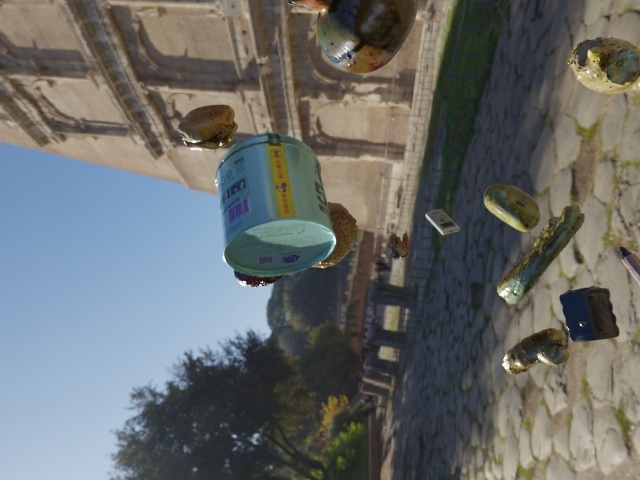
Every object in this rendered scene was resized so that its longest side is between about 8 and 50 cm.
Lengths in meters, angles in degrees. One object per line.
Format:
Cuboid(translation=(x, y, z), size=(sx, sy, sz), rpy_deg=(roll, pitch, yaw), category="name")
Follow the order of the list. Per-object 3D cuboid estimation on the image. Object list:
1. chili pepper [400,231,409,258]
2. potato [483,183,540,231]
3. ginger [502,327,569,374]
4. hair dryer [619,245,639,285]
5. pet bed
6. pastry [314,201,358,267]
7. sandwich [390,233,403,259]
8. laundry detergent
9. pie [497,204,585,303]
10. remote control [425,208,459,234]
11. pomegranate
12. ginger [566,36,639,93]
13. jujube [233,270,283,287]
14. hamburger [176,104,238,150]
Cuboid(translation=(0.331, 0.019, 1.912), size=(0.178, 0.045, 0.027), rpy_deg=(-74, -26, -49), category="chili pepper")
Cuboid(translation=(0.800, -0.144, 2.010), size=(0.228, 0.197, 0.148), rpy_deg=(47, 117, 46), category="potato")
Cuboid(translation=(0.567, 0.285, 1.269), size=(0.205, 0.081, 0.115), rpy_deg=(-37, 38, 53), category="ginger")
Cuboid(translation=(1.152, 0.152, 1.655), size=(0.107, 0.189, 0.344), rpy_deg=(66, -175, -58), category="hair dryer")
Cuboid(translation=(1.071, 0.292, 1.928), size=(0.159, 0.183, 0.211), rpy_deg=(11, -112, -65), category="pet bed")
Cuboid(translation=(0.025, -0.019, 2.041), size=(0.184, 0.316, 0.284), rpy_deg=(28, 131, 62), category="pastry")
Cuboid(translation=(0.253, 0.022, 1.596), size=(0.135, 0.029, 0.067), rpy_deg=(-76, -34, -57), category="sandwich")
Cuboid(translation=(-0.125, -0.104, 1.262), size=(0.287, 0.287, 0.305), rpy_deg=(84, 175, -61), category="laundry detergent")
Cuboid(translation=(0.568, 0.042, 1.256), size=(0.302, 0.067, 0.302), rpy_deg=(-47, -15, -16), category="pie")
Cuboid(translation=(0.566, -0.090, 2.252), size=(0.190, 0.087, 0.029), rpy_deg=(-115, 14, -56), category="remote control")
Cuboid(translation=(0.087, -0.613, 1.299), size=(0.291, 0.323, 0.291), rpy_deg=(-157, 90, -87), category="pomegranate")
Cuboid(translation=(0.579, -0.345, 0.956), size=(0.157, 0.216, 0.102), rpy_deg=(47, 126, 42), category="ginger")
Cuboid(translation=(-0.199, 0.107, 1.571), size=(0.104, 0.166, 0.104), rpy_deg=(0, -90, -77), category="jujube")
Cuboid(translation=(-0.285, -0.287, 1.224), size=(0.083, 0.147, 0.138), rpy_deg=(70, -151, -45), category="hamburger")
